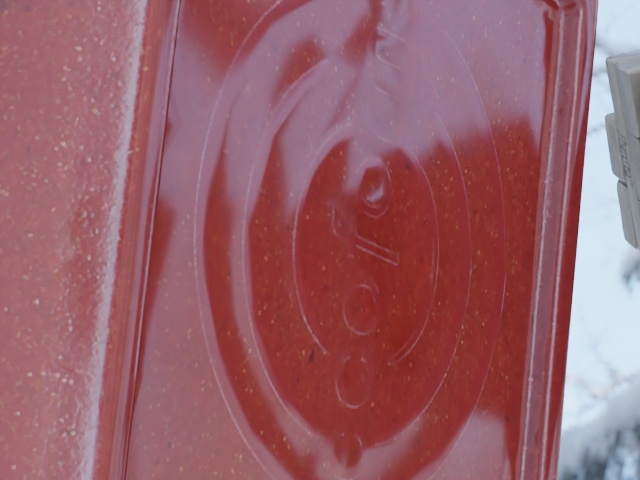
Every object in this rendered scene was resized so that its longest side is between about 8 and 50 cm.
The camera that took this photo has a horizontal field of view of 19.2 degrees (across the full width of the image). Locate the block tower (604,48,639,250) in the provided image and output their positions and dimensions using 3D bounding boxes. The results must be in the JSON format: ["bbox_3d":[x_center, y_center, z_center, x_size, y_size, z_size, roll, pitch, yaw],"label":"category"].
[{"bbox_3d":[0.189,-0.005,0.662,0.097,0.335,0.091,-14,-73,-6],"label":"block tower"}]

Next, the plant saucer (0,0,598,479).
[{"bbox_3d":[0.000,0.000,0.493,0.047,0.259,0.259,0,-10,36],"label":"plant saucer"}]
